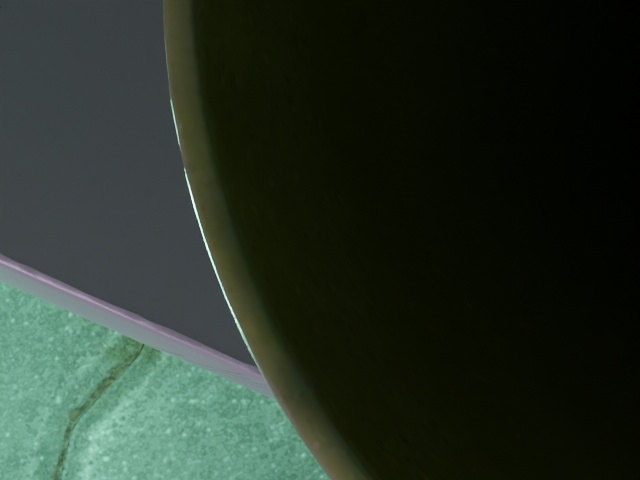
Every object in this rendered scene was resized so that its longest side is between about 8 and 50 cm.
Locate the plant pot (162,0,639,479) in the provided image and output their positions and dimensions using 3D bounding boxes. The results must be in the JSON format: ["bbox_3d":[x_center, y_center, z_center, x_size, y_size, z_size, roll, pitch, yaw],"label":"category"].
[{"bbox_3d":[0.149,-0.049,0.404,0.275,0.275,0.293,20,-172,18],"label":"plant pot"}]

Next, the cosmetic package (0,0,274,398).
[{"bbox_3d":[-0.058,-0.045,1.052,0.453,0.230,0.161,25,172,-24],"label":"cosmetic package"}]
